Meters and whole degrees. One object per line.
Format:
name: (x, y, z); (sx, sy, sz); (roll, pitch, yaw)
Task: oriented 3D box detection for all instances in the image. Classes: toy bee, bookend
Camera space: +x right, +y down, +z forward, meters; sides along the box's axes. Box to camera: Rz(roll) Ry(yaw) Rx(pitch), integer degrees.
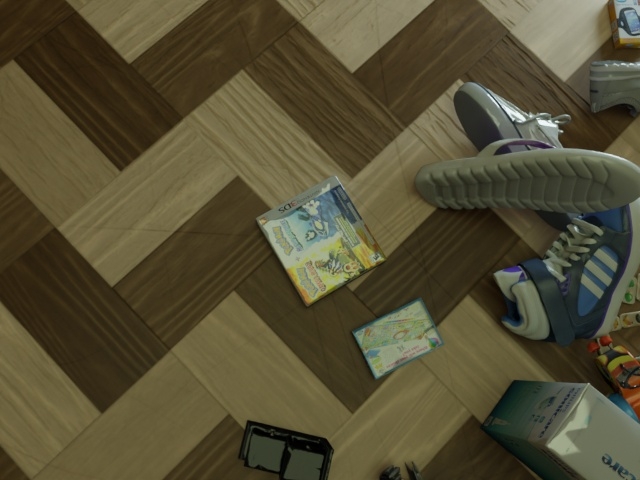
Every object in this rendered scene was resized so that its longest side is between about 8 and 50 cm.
toy bee: (0.576, 0.257, 1.131); (0.195, 0.298, 0.162); (-12, 37, -9)
bookend: (-0.066, 0.376, 1.076); (0.157, 0.156, 0.072); (13, 78, -1)

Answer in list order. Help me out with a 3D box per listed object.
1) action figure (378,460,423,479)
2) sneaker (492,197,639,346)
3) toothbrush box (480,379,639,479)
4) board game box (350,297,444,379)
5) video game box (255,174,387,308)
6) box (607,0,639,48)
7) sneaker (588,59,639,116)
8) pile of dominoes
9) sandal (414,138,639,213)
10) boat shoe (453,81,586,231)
action figure: (0.106, 0.511, 1.094); (0.285, 0.099, 0.185); (-14, 75, -10)
sneaker: (0.452, 0.042, 1.152); (0.236, 0.130, 0.323); (4, 107, -10)
toothbrush box: (0.438, 0.355, 1.047); (0.216, 0.295, 0.126); (39, 79, 5)
board game box: (0.151, 0.191, 1.195); (0.154, 0.026, 0.103); (-25, 81, -9)
video game box: (0.000, 0.000, 1.213); (0.187, 0.048, 0.205); (-31, 82, -7)
box: (0.698, -0.500, 1.377); (0.081, 0.028, 0.136); (-2, 80, -5)
sneaker: (0.703, -0.327, 1.324); (0.281, 0.105, 0.115); (-1, 112, -8)
pile of dominoes: (0.676, 0.159, 1.235); (0.251, 0.040, 0.196); (-9, 80, -7)
sandal: (0.371, -0.134, 1.131); (0.416, 0.169, 0.102); (3, 62, 32)
boat shoe: (0.438, -0.203, 1.243); (0.156, 0.136, 0.367); (-41, 87, -11)
